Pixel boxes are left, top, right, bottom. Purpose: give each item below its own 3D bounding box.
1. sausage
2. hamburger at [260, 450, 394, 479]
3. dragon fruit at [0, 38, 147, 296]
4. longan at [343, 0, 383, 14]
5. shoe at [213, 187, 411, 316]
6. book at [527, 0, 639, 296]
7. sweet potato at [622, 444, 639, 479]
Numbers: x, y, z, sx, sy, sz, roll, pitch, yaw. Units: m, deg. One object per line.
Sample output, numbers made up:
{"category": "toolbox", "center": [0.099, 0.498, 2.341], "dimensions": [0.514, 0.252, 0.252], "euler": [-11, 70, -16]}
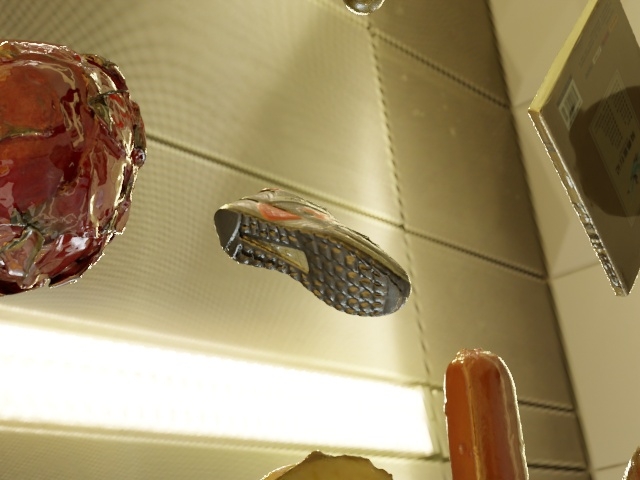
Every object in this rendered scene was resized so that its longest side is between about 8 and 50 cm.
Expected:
{"category": "sausage", "center": [0.227, 0.308, 1.437], "dimensions": [0.097, 0.094, 0.349], "euler": [5, -115, -21]}
{"category": "hamburger", "center": [-0.012, 0.390, 1.159], "dimensions": [0.276, 0.237, 0.276], "euler": [16, -131, -19]}
{"category": "dragon fruit", "center": [-0.294, -0.065, 1.044], "dimensions": [0.244, 0.244, 0.299], "euler": [52, -127, -21]}
{"category": "longan", "center": [0.065, -0.386, 1.639], "dimensions": [0.075, 0.075, 0.083], "euler": [38, -143, -35]}
{"category": "shoe", "center": [0.002, 0.000, 0.948], "dimensions": [0.077, 0.194, 0.074], "euler": [-42, -37, -44]}
{"category": "book", "center": [0.337, -0.113, 1.227], "dimensions": [0.217, 0.021, 0.310], "euler": [-58, -47, -27]}
{"category": "sweet potato", "center": [0.388, 0.253, 1.165], "dimensions": [0.385, 0.109, 0.109], "euler": [82, -165, -48]}
